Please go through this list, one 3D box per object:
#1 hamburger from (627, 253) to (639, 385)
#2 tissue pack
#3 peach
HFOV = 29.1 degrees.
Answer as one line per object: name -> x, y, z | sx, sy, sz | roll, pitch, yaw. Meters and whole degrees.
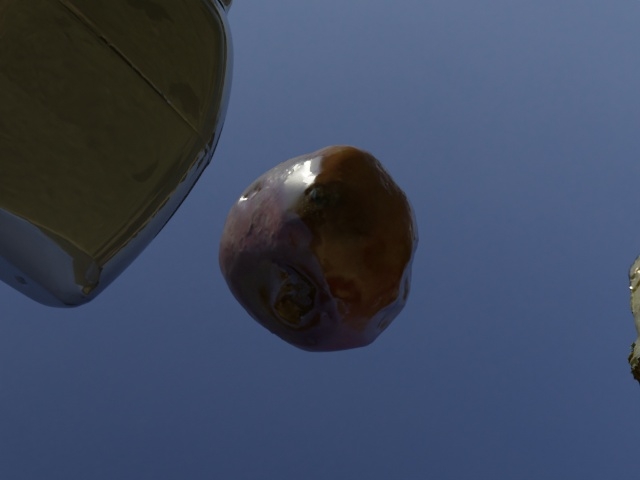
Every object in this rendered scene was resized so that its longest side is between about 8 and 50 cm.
hamburger -> 0.477, 0.072, 1.458 | 0.132, 0.211, 0.309 | 49, -149, -15
tissue pack -> -0.216, -0.110, 0.773 | 0.229, 0.333, 0.236 | 44, -114, -37
peach -> 0.000, 0.000, 1.298 | 0.214, 0.235, 0.214 | 2, -119, -3
